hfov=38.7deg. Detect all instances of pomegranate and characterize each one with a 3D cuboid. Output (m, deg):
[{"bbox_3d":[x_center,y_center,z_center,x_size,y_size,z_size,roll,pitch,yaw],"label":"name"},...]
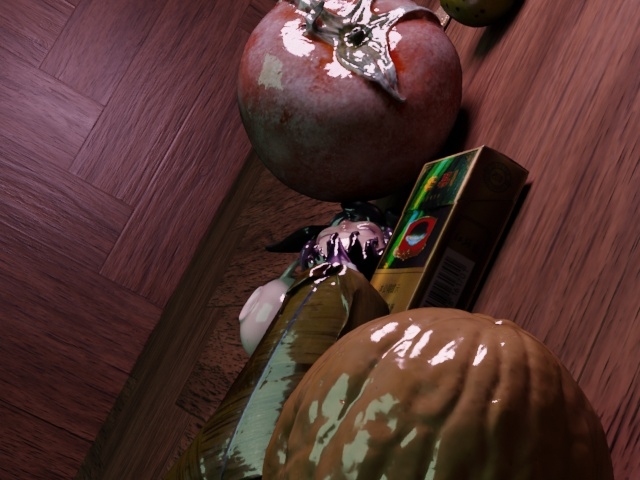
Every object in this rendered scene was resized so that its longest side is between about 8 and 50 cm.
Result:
[{"bbox_3d":[0.231,-0.378,1.332,0.130,0.130,0.130,-55,14,21],"label":"pomegranate"}]

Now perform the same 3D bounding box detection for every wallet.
[{"bbox_3d":[0.000,0.001,1.399,0.244,0.124,0.025,163,105,-71],"label":"wallet"}]

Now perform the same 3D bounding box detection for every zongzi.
[{"bbox_3d":[-0.075,0.179,0.898,0.300,0.138,0.286,-12,59,29],"label":"zongzi"}]

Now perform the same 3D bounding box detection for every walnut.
[{"bbox_3d":[0.069,0.170,0.594,0.261,0.225,0.225,-66,14,-3],"label":"walnut"}]

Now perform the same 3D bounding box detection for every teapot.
[{"bbox_3d":[-0.071,0.116,1.486,0.226,0.092,0.145,-56,14,2],"label":"teapot"}]

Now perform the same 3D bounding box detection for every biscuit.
[{"bbox_3d":[0.210,-0.392,1.672,0.120,0.015,0.120,-55,14,20],"label":"biscuit"}]

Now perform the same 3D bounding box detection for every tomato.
[{"bbox_3d":[0.039,-0.205,1.269,0.282,0.317,0.316,89,-163,-54],"label":"tomato"}]

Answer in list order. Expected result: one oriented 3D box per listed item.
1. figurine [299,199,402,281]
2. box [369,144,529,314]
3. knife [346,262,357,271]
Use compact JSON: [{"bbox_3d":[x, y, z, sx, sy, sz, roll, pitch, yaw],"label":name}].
[{"bbox_3d":[0.039,0.043,1.168,0.145,0.145,0.222,-53,6,27],"label":"figurine"},{"bbox_3d":[0.122,0.021,1.005,0.240,0.071,0.159,-64,12,-11],"label":"box"},{"bbox_3d":[0.011,0.184,0.984,0.061,0.027,0.343,135,145,-69],"label":"knife"}]
